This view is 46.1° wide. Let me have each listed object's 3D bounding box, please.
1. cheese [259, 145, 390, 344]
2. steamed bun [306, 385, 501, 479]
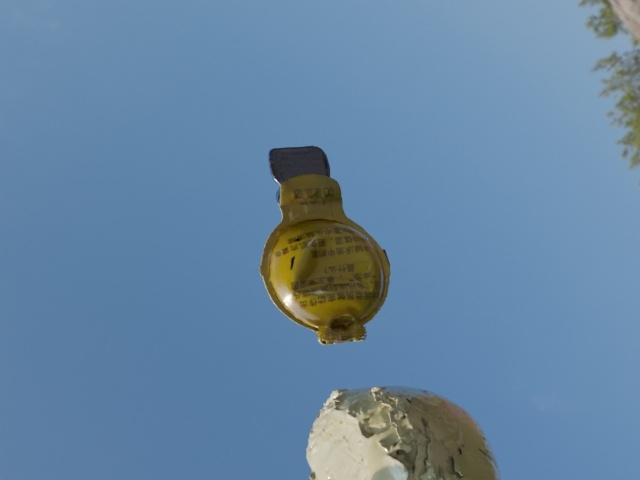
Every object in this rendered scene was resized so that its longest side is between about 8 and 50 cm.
[{"bbox_3d":[0.000,0.000,0.862,0.157,0.064,0.250,-4,-113,-21],"label":"cheese"},{"bbox_3d":[0.162,0.373,1.267,0.312,0.233,0.334,11,-149,-35],"label":"steamed bun"}]
